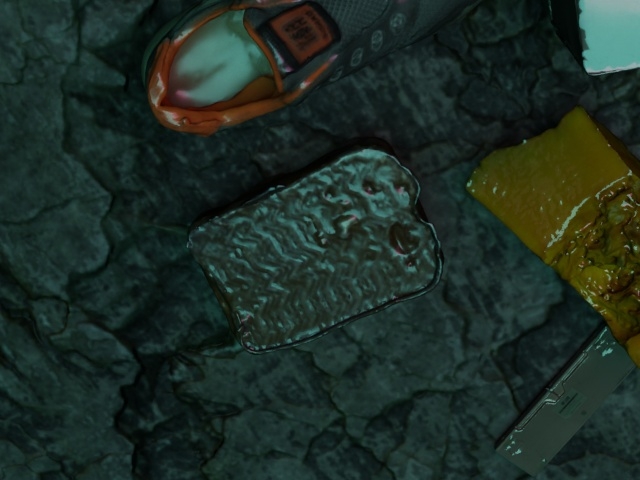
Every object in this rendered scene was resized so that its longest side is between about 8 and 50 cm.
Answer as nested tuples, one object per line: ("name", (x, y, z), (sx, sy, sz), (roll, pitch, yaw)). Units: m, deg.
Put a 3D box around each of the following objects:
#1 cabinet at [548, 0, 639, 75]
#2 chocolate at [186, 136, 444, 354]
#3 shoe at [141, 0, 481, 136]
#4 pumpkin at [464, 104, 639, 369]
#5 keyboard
("cabinet", (0.253, -0.225, 0.965), (0.145, 0.206, 0.150), (-10, 107, 7))
("chocolate", (0.000, 0.000, 1.116), (0.214, 0.093, 0.148), (-23, 107, 11))
("shoe", (-0.008, -0.180, 1.016), (0.337, 0.171, 0.132), (-25, 104, 12))
("pumpkin", (0.258, -0.002, 1.093), (0.131, 0.126, 0.248), (-41, 82, 23))
("keyboard", (0.234, 0.151, 1.191), (0.055, 0.017, 0.166), (34, 107, -12))
